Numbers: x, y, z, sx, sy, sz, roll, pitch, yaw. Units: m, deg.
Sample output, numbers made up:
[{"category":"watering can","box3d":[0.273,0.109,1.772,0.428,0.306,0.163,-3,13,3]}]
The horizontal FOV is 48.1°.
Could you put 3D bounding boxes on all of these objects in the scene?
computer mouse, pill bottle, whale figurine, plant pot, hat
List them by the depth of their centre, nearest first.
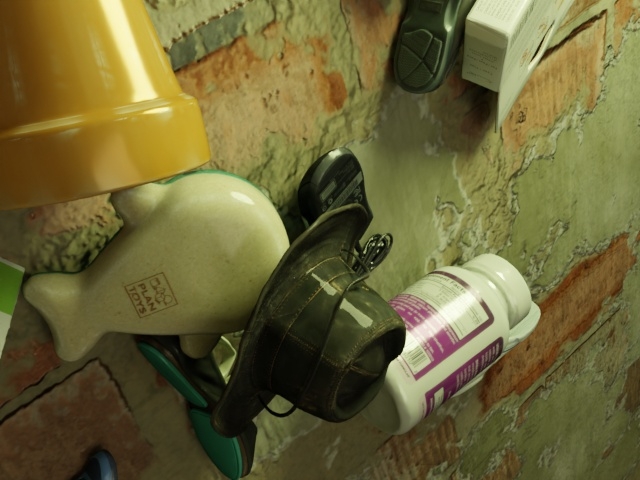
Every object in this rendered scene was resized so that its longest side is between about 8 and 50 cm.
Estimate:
[{"category":"plant pot","box3d":[-0.211,-0.141,0.604,0.205,0.205,0.188,-19,107,-34]},{"category":"whale figurine","box3d":[-0.170,0.027,0.775,0.271,0.141,0.216,-24,113,-4]},{"category":"hat","box3d":[0.021,0.114,0.813,0.331,0.133,0.331,-55,163,-26]},{"category":"computer mouse","box3d":[0.000,0.000,0.946,0.184,0.060,0.262,-52,147,-15]},{"category":"pill bottle","box3d":[0.177,0.144,1.092,0.301,0.169,0.169,-30,128,-27]}]

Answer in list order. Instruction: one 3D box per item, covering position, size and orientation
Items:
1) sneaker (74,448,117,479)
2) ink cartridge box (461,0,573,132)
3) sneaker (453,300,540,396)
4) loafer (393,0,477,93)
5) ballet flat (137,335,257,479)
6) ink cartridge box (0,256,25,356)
[{"category":"sneaker","box3d":[-0.287,0.315,0.847,0.059,0.053,0.144,20,95,-43]},{"category":"ink cartridge box","box3d":[0.296,-0.337,1.013,0.296,0.066,0.261,-58,162,-11]},{"category":"sneaker","box3d":[0.286,0.188,1.281,0.258,0.094,0.091,-28,145,-24]},{"category":"loafer","box3d":[0.166,-0.322,0.924,0.084,0.096,0.268,-17,130,-57]},{"category":"ballet flat","box3d":[-0.128,0.190,0.903,0.096,0.095,0.281,-46,135,-31]},{"category":"ink cartridge box","box3d":[-0.395,0.114,0.634,0.188,0.097,0.255,36,51,-45]}]
